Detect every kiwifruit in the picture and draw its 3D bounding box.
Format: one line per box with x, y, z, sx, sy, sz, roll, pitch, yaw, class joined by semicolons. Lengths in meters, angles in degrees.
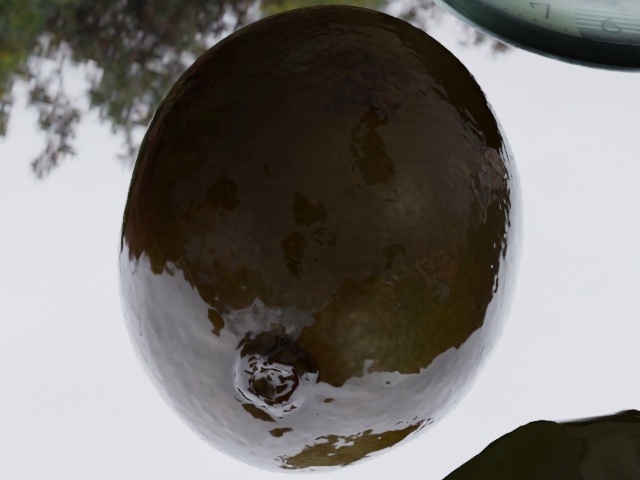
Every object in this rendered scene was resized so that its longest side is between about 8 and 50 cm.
0.000;0.000;0.793;0.196;0.196;0.234;21;-152;-4;kiwifruit

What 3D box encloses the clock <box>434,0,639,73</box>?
0.157;-0.163;0.979;0.226;0.226;0.049;17;-106;-7;clock

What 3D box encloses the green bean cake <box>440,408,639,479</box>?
0.051;0.187;0.502;0.124;0.236;0.233;41;-156;-26;green bean cake
